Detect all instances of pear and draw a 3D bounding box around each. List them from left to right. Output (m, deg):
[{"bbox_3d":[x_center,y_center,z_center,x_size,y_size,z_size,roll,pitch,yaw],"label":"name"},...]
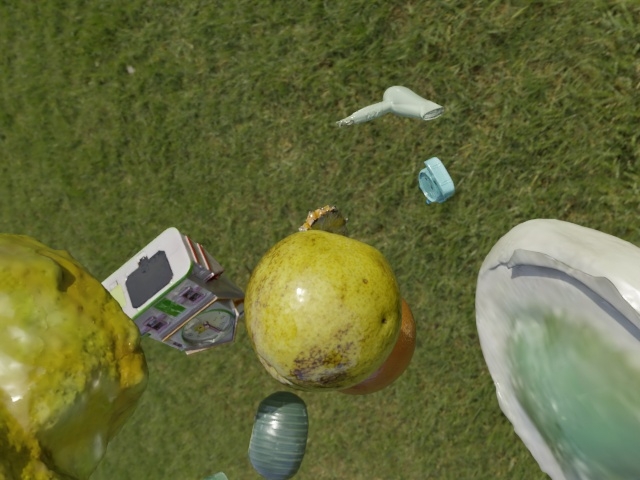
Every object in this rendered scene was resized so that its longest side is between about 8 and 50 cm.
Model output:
[{"bbox_3d":[-0.001,0.093,0.778,0.197,0.197,0.197,20,125,30],"label":"pear"}]

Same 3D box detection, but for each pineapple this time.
[{"bbox_3d":[0.000,0.000,1.824,0.047,0.221,0.221,27,129,35],"label":"pineapple"}]

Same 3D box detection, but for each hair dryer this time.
[{"bbox_3d":[0.156,-0.315,1.617,0.206,0.237,0.075,-135,30,-58],"label":"hair dryer"}]

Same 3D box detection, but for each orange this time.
[{"bbox_3d":[0.062,0.157,1.065,0.206,0.206,0.206,20,125,30],"label":"orange"}]

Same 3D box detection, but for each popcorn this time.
[{"bbox_3d":[-0.250,0.125,0.462,0.276,0.276,0.225,16,150,32],"label":"popcorn"}]

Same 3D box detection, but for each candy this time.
[{"bbox_3d":[0.362,0.157,0.806,0.427,0.186,0.386,52,154,23],"label":"candy"}]

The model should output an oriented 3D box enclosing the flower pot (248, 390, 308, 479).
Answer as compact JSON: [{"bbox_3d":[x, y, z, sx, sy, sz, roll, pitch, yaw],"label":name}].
[{"bbox_3d":[-0.115,0.543,1.813,0.157,0.243,0.189,12,168,1],"label":"flower pot"}]

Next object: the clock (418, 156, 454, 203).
[{"bbox_3d":[0.299,-0.148,1.719,0.108,0.045,0.147,63,167,13],"label":"clock"}]

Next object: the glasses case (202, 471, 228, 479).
[{"bbox_3d":[-0.183,0.469,1.083,0.078,0.039,0.184,50,133,33],"label":"glasses case"}]

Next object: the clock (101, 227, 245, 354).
[{"bbox_3d":[-0.292,0.142,1.452,0.235,0.309,0.166,-38,53,10],"label":"clock"}]
